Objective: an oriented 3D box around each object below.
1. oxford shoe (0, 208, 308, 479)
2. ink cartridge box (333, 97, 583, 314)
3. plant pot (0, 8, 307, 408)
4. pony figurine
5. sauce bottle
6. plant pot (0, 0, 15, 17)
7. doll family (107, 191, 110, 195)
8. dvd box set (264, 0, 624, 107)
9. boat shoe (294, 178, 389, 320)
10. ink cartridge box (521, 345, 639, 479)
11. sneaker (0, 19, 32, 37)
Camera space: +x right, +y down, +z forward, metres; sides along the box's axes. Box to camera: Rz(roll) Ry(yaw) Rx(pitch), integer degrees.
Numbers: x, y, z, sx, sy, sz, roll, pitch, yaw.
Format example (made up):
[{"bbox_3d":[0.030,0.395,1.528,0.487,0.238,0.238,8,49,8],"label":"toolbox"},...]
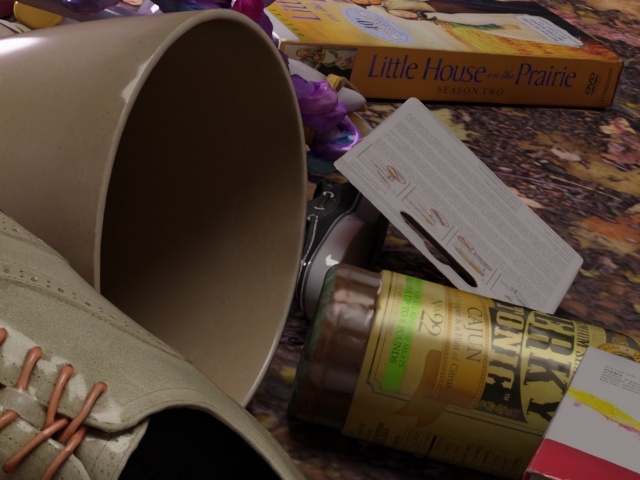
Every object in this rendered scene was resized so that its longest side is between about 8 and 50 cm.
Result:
[{"bbox_3d":[-0.141,0.060,0.830,0.397,0.140,0.146,32,-10,-26],"label":"oxford shoe"},{"bbox_3d":[0.090,-0.003,1.312,0.189,0.066,0.232,44,27,1],"label":"ink cartridge box"},{"bbox_3d":[-0.185,-0.018,1.098,0.274,0.256,0.256,6,19,24],"label":"plant pot"},{"bbox_3d":[-0.098,-0.173,1.424,0.363,0.303,0.351,28,-4,-4],"label":"pony figurine"},{"bbox_3d":[0.157,0.104,1.145,0.344,0.111,0.111,14,23,-2],"label":"sauce bottle"},{"bbox_3d":[-0.365,-0.324,1.702,0.201,0.180,0.201,12,23,-5],"label":"plant pot"},{"bbox_3d":[-0.111,-0.012,1.242,0.193,0.111,0.076,13,23,-5],"label":"doll family"},{"bbox_3d":[0.063,-0.231,1.896,0.420,0.062,0.307,0,27,-31],"label":"dvd box set"},{"bbox_3d":[0.000,0.000,1.329,0.076,0.080,0.228,12,22,8],"label":"boat shoe"},{"bbox_3d":[0.170,0.162,0.999,0.127,0.128,0.176,21,25,11],"label":"ink cartridge box"},{"bbox_3d":[-0.202,-0.073,1.290,0.185,0.069,0.084,56,11,4],"label":"sneaker"}]
